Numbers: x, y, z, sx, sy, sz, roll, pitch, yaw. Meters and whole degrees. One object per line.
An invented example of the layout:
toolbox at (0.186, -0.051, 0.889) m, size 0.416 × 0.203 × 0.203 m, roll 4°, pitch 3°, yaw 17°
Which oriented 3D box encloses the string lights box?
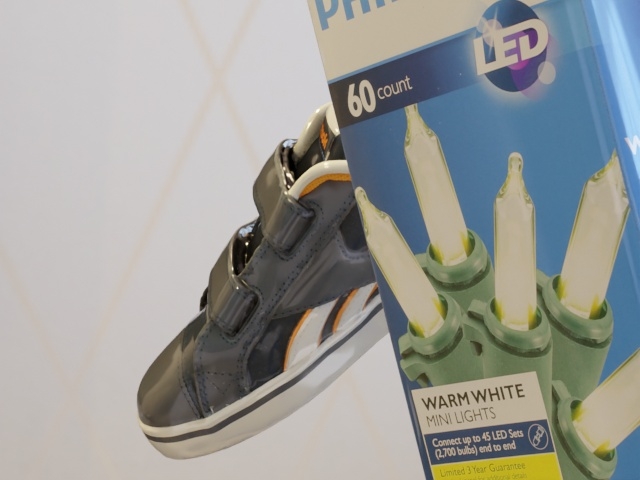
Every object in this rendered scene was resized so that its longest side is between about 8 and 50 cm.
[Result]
string lights box at (0.090, 0.008, 0.652) m, size 0.077 × 0.259 × 0.133 m, roll -13°, pitch -1°, yaw -42°

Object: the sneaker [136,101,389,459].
sneaker at (0.000, 0.000, 1.051) m, size 0.321 × 0.127 × 0.126 m, roll -35°, pitch 25°, yaw 11°
